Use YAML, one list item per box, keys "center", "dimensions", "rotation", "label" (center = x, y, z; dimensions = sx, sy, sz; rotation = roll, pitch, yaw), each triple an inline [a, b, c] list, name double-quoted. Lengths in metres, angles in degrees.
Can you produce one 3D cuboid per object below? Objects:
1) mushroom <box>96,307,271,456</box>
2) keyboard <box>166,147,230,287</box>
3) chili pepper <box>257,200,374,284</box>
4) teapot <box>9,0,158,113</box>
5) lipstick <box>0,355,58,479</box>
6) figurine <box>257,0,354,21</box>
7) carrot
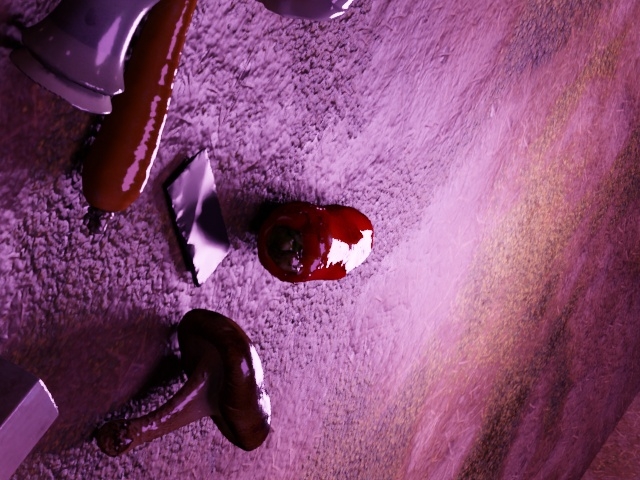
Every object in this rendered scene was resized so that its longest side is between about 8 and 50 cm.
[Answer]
- center: [-0.174, 0.208, 1.933]
  dimensions: [0.217, 0.148, 0.227]
  rotation: [-33, 135, -20]
  label: "mushroom"
- center: [-0.144, -0.025, 1.871]
  dimensions: [0.074, 0.015, 0.196]
  rotation: [-55, 155, -28]
  label: "keyboard"
- center: [0.000, 0.000, 2.084]
  dimensions: [0.387, 0.110, 0.110]
  rotation: [-6, 118, -69]
  label: "chili pepper"
- center: [-0.174, -0.246, 1.428]
  dimensions: [0.251, 0.183, 0.183]
  rotation: [-58, 158, 15]
  label: "teapot"
- center: [-0.404, 0.280, 1.559]
  dimensions: [0.371, 0.076, 0.080]
  rotation: [-52, 151, -25]
  label: "lipstick"
- center: [-0.030, -0.320, 1.672]
  dimensions: [0.176, 0.133, 0.236]
  rotation: [-65, 154, -9]
  label: "figurine"
- center: [-0.176, -0.162, 1.620]
  dimensions: [0.069, 0.069, 0.336]
  rotation: [11, 100, -65]
  label: "carrot"
